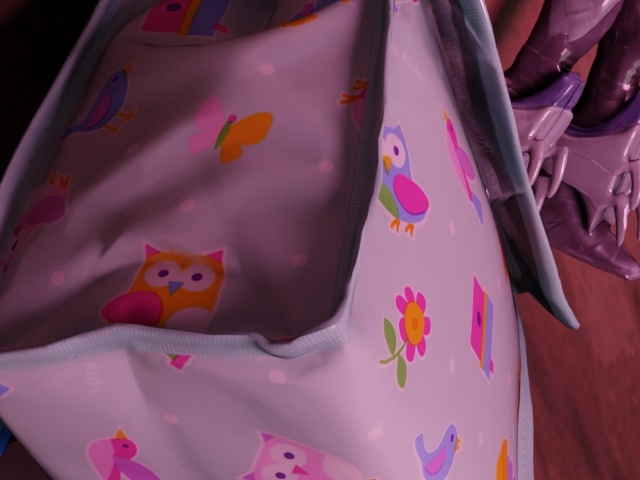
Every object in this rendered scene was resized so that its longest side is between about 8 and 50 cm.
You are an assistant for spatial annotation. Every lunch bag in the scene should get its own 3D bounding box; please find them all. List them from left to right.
[{"bbox_3d":[0.000,0.000,0.646,0.223,0.160,0.262,66,27,-44],"label":"lunch bag"}]

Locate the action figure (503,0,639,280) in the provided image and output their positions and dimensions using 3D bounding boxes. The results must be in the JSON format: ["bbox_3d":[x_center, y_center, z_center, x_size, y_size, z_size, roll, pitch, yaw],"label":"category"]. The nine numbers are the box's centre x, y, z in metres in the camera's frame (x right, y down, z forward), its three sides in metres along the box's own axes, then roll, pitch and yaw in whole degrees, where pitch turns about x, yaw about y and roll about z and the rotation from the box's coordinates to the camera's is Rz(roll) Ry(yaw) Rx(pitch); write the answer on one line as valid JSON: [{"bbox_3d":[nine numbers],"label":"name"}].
[{"bbox_3d":[0.149,-0.127,0.818,0.185,0.099,0.285,2,117,-45],"label":"action figure"}]

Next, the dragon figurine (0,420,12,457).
[{"bbox_3d":[-0.159,0.056,0.577,0.289,0.144,0.085,-55,147,6],"label":"dragon figurine"}]

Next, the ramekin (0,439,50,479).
[{"bbox_3d":[-0.109,0.214,0.797,0.277,0.135,0.277,-30,141,-28],"label":"ramekin"}]
